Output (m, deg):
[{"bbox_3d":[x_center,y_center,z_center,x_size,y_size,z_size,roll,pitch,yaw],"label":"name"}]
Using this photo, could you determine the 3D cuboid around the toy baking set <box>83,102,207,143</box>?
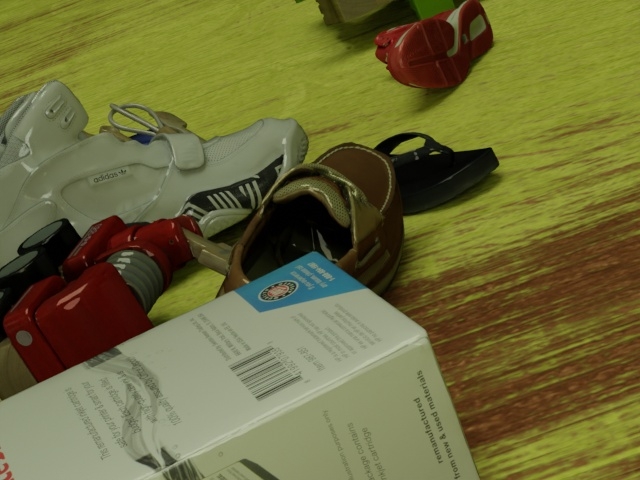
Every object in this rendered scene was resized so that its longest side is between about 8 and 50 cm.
[{"bbox_3d":[-0.176,-0.112,1.852,0.196,0.030,0.256,21,22,15],"label":"toy baking set"}]

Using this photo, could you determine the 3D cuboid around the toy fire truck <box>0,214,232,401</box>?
[{"bbox_3d":[-0.151,0.053,1.422,0.246,0.158,0.217,-24,17,23],"label":"toy fire truck"}]

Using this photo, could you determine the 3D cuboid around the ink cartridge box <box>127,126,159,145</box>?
[{"bbox_3d":[-0.280,-0.047,1.887,0.311,0.065,0.186,-17,21,7],"label":"ink cartridge box"}]

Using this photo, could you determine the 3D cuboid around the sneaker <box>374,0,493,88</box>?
[{"bbox_3d":[0.107,-0.211,1.918,0.128,0.087,0.221,-17,7,35],"label":"sneaker"}]

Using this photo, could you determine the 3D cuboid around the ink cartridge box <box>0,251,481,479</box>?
[{"bbox_3d":[-0.082,0.148,1.098,0.307,0.129,0.223,-26,21,-12],"label":"ink cartridge box"}]

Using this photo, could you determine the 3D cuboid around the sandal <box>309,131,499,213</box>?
[{"bbox_3d":[0.058,-0.069,1.615,0.254,0.054,0.097,-2,28,42],"label":"sandal"}]

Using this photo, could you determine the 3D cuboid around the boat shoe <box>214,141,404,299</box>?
[{"bbox_3d":[0.000,0.000,1.359,0.122,0.120,0.324,17,36,9],"label":"boat shoe"}]

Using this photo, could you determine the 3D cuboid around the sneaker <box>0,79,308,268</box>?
[{"bbox_3d":[-0.190,-0.082,1.636,0.365,0.210,0.137,-32,11,-23],"label":"sneaker"}]

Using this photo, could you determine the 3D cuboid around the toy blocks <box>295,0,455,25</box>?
[{"bbox_3d":[0.120,-0.397,2.253,0.381,0.191,0.261,-24,9,-7],"label":"toy blocks"}]
